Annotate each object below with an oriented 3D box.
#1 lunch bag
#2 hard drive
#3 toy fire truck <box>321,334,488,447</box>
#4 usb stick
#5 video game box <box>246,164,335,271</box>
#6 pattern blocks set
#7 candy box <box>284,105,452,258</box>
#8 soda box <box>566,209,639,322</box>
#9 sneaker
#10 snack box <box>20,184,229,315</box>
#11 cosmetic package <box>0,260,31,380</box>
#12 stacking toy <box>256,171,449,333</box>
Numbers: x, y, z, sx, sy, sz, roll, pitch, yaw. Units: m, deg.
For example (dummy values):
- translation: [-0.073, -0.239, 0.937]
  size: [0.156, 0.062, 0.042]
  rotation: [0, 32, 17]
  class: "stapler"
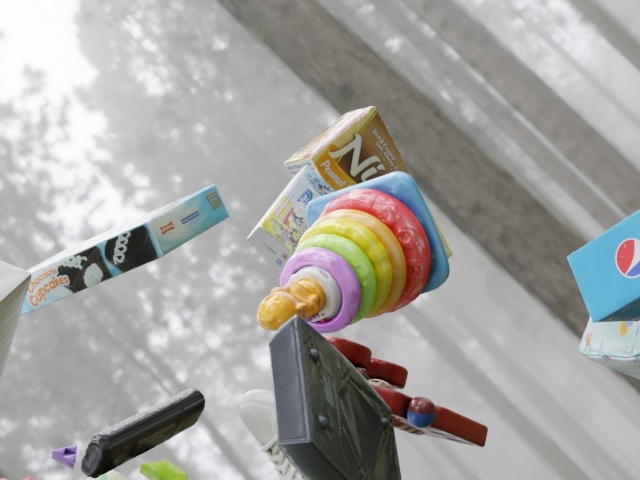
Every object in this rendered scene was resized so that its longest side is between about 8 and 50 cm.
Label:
- translation: [0.556, 0.169, 2.124]
  size: [0.279, 0.224, 0.108]
  rotation: [167, 121, -75]
  class: "lunch bag"
- translation: [0.019, 0.208, 1.479]
  size: [0.054, 0.172, 0.255]
  rotation: [-20, -38, 17]
  class: "hard drive"
- translation: [0.112, 0.276, 2.226]
  size: [0.302, 0.253, 0.169]
  rotation: [32, -111, -51]
  class: "toy fire truck"
- translation: [-0.265, 0.289, 2.029]
  size: [0.077, 0.045, 0.278]
  rotation: [-61, -18, 23]
  class: "usb stick"
- translation: [0.000, 0.000, 2.074]
  size: [0.048, 0.187, 0.205]
  rotation: [-41, 8, 36]
  class: "video game box"
- translation: [-0.304, 0.413, 2.011]
  size: [0.285, 0.324, 0.026]
  rotation: [-24, -44, -48]
  class: "pattern blocks set"
- translation: [0.089, -0.054, 2.360]
  size: [0.087, 0.316, 0.183]
  rotation: [-10, 25, 50]
  class: "candy box"
- translation: [0.320, -0.002, 1.171]
  size: [0.067, 0.071, 0.210]
  rotation: [1, -28, -41]
  class: "soda box"
- translation: [-0.020, 0.338, 1.921]
  size: [0.123, 0.290, 0.106]
  rotation: [-45, -3, -41]
  class: "sneaker"
- translation: [-0.310, 0.018, 1.977]
  size: [0.321, 0.060, 0.187]
  rotation: [-22, 7, 31]
  class: "snack box"
- translation: [-0.537, 0.189, 1.764]
  size: [0.155, 0.196, 0.366]
  rotation: [-60, -8, -67]
  class: "cosmetic package"
- translation: [0.015, 0.045, 1.596]
  size: [0.175, 0.166, 0.302]
  rotation: [-17, 9, 32]
  class: "stacking toy"
